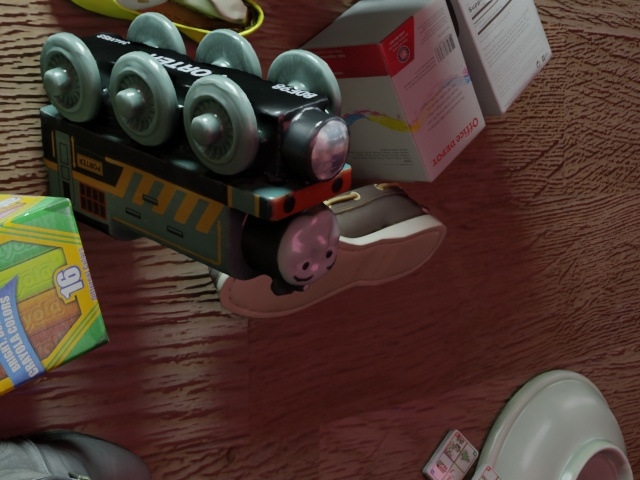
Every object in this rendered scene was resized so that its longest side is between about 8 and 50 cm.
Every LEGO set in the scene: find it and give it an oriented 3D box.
[{"bbox_3d":[0.161,0.400,1.462,0.182,0.060,0.244,47,60,-12],"label":"LEGO set"}]

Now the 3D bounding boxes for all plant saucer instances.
[{"bbox_3d":[0.368,0.396,1.641,0.400,0.100,0.401,-7,99,-45],"label":"plant saucer"}]

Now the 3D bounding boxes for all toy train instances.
[{"bbox_3d":[-0.112,-0.076,0.944,0.142,0.333,0.190,-27,128,-44],"label":"toy train"}]

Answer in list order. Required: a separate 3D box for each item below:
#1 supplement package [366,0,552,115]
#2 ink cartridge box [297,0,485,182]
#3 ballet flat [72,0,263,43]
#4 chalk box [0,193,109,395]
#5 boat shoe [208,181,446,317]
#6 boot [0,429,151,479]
[{"bbox_3d":[0.153,-0.283,1.321,0.134,0.139,0.244,-48,124,-33],"label":"supplement package"},{"bbox_3d":[0.084,-0.171,1.267,0.128,0.127,0.176,-43,123,-35],"label":"ink cartridge box"},{"bbox_3d":[-0.146,-0.238,1.058,0.231,0.077,0.077,12,86,-46],"label":"ballet flat"},{"bbox_3d":[-0.302,0.057,0.885,0.213,0.132,0.133,-28,113,-41],"label":"chalk box"},{"bbox_3d":[0.000,0.000,1.221,0.324,0.097,0.117,-13,144,-41],"label":"boat shoe"},{"bbox_3d":[-0.196,0.230,0.924,0.338,0.222,0.118,20,79,-59],"label":"boot"}]
